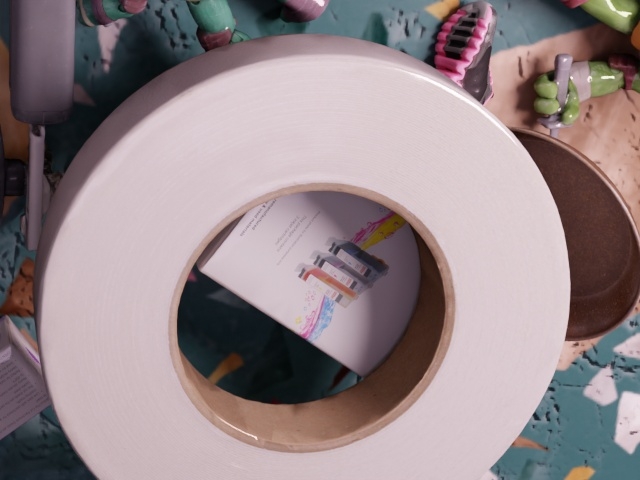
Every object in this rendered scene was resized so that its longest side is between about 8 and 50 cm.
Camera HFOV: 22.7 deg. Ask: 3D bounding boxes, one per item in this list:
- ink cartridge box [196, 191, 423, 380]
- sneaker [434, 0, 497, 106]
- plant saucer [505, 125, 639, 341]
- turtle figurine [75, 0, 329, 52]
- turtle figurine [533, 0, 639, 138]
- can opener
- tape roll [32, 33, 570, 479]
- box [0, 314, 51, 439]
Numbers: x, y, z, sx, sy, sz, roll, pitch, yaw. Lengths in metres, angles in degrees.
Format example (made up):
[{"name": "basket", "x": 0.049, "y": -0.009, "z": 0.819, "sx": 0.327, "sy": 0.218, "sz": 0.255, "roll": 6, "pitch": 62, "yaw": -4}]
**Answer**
[{"name": "ink cartridge box", "x": 0.000, "y": 0.000, "z": 1.248, "sx": 0.176, "sy": 0.128, "sz": 0.127, "roll": 36, "pitch": 97, "yaw": -23}, {"name": "sneaker", "x": 0.120, "y": -0.134, "z": 1.283, "sx": 0.057, "sy": 0.047, "sz": 0.119, "roll": 7, "pitch": 109, "yaw": -39}, {"name": "plant saucer", "x": 0.177, "y": -0.011, "z": 1.281, "sx": 0.036, "sy": 0.199, "sz": 0.198, "roll": -41, "pitch": 120, "yaw": -38}, {"name": "turtle figurine", "x": -0.106, "y": -0.212, "z": 1.159, "sx": 0.234, "sy": 0.118, "sz": 0.175, "roll": 39, "pitch": 96, "yaw": -28}, {"name": "turtle figurine", "x": 0.242, "y": -0.136, "z": 1.224, "sx": 0.275, "sy": 0.198, "sz": 0.266, "roll": -44, "pitch": 115, "yaw": -1}, {"name": "can opener", "x": -0.218, "y": -0.116, "z": 1.156, "sx": 0.093, "sy": 0.074, "sz": 0.280, "roll": 2, "pitch": 120, "yaw": -17}, {"name": "tape roll", "x": -0.012, "y": 0.047, "z": 1.154, "sx": 0.392, "sy": 0.072, "sz": 0.392, "roll": -4, "pitch": 111, "yaw": -12}, {"name": "box", "x": -0.358, "y": 0.183, "z": 1.259, "sx": 0.324, "sy": 0.063, "sz": 0.067, "roll": -36, "pitch": 115, "yaw": 0}]
